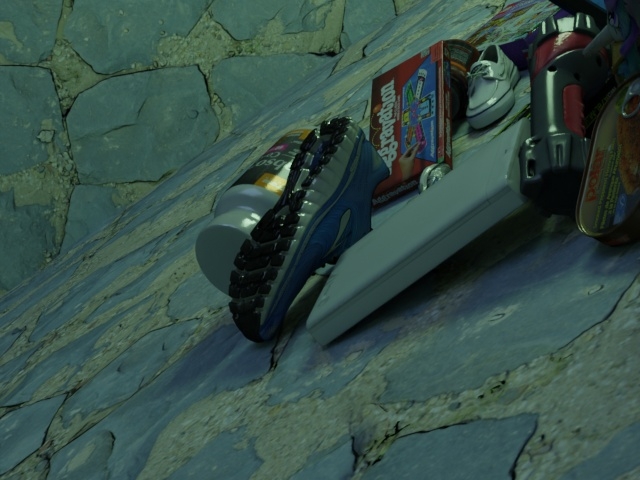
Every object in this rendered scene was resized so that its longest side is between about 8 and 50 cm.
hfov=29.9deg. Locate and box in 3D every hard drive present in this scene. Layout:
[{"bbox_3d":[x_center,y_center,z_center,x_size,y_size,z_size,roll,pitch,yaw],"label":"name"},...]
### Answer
[{"bbox_3d":[0.124,-0.012,1.423,0.307,0.040,0.203,-37,12,28],"label":"hard drive"}]

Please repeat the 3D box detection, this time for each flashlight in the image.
[{"bbox_3d":[0.288,-0.143,1.367,0.103,0.103,0.304,-29,32,28],"label":"flashlight"}]

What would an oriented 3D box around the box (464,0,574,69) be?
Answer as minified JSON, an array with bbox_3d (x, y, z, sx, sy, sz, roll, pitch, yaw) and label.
[{"bbox_3d":[0.358,-0.367,2.111,0.201,0.057,0.293,-40,15,-18],"label":"box"}]

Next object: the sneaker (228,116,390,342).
[{"bbox_3d":[0.000,0.000,1.610,0.130,0.147,0.330,4,59,58],"label":"sneaker"}]

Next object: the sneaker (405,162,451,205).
[{"bbox_3d":[0.161,-0.060,1.597,0.058,0.052,0.135,-14,31,31],"label":"sneaker"}]

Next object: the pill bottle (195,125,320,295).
[{"bbox_3d":[-0.059,-0.041,1.781,0.162,0.162,0.278,-22,19,41],"label":"pill bottle"}]

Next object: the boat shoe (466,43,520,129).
[{"bbox_3d":[0.261,-0.248,1.906,0.083,0.076,0.226,-29,15,24],"label":"boat shoe"}]

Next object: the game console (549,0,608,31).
[{"bbox_3d":[0.487,-0.426,1.779,0.250,0.173,0.293,-20,21,46],"label":"game console"}]

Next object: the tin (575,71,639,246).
[{"bbox_3d":[0.308,-0.081,1.189,0.106,0.040,0.190,-20,47,56],"label":"tin"}]

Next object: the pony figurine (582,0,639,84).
[{"bbox_3d":[0.384,-0.332,1.184,0.351,0.363,0.303,2,29,42],"label":"pony figurine"}]

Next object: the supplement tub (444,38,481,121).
[{"bbox_3d":[0.213,-0.263,2.007,0.106,0.106,0.198,-28,15,25],"label":"supplement tub"}]

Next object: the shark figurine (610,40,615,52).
[{"bbox_3d":[0.473,-0.289,1.477,0.278,0.166,0.116,-51,43,34],"label":"shark figurine"}]

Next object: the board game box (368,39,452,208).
[{"bbox_3d":[0.138,-0.185,1.863,0.145,0.027,0.281,-28,39,30],"label":"board game box"}]

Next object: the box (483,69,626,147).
[{"bbox_3d":[0.287,-0.137,1.542,0.190,0.045,0.184,-44,11,-33],"label":"box"}]
